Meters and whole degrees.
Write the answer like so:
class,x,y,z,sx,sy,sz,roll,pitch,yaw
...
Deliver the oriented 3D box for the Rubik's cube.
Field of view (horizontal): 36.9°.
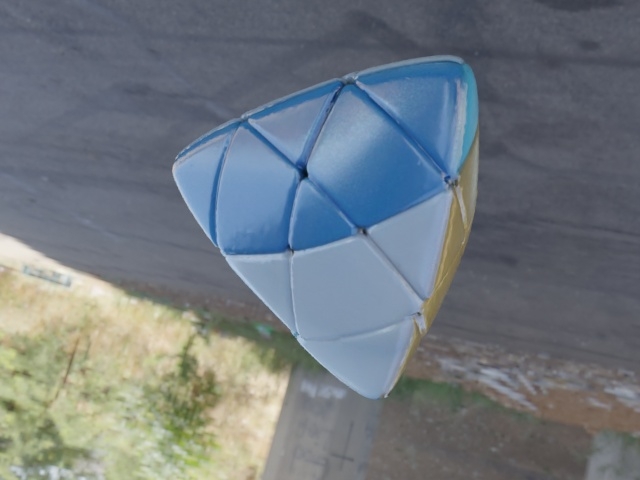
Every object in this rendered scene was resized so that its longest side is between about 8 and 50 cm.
class,x,y,z,sx,sy,sz,roll,pitch,yaw
Rubik's cube,0.000,0.000,0.723,0.254,0.254,0.254,14,167,3
